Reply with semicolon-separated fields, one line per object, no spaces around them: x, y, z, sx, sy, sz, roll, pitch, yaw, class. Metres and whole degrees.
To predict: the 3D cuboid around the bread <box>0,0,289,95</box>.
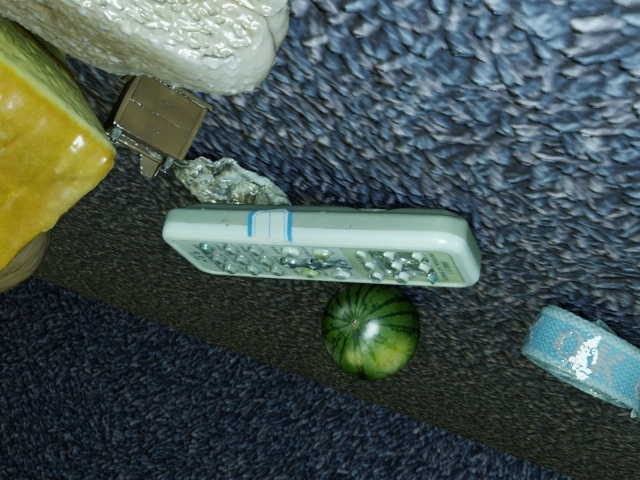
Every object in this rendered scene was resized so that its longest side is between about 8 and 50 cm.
-0.185;-0.197;0.638;0.337;0.101;0.183;27;165;-11;bread

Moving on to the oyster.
-0.099;-0.048;1.130;0.177;0.064;0.125;27;170;-8;oyster

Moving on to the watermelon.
0.077;0.132;1.339;0.141;0.140;0.187;17;168;24;watermelon

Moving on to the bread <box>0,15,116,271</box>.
-0.371;-0.148;0.752;0.362;0.245;0.233;44;-171;-46;bread

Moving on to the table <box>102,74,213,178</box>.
-0.172;-0.115;0.950;0.083;0.082;0.070;29;165;-24;table

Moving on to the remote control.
0.000;0.000;1.016;0.336;0.065;0.128;2;157;20;remote control

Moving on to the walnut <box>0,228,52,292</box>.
-0.592;-0.039;1.506;0.313;0.251;0.277;-6;154;4;walnut

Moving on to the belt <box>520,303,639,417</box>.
0.311;0.133;1.082;0.148;0.082;0.163;28;176;28;belt
